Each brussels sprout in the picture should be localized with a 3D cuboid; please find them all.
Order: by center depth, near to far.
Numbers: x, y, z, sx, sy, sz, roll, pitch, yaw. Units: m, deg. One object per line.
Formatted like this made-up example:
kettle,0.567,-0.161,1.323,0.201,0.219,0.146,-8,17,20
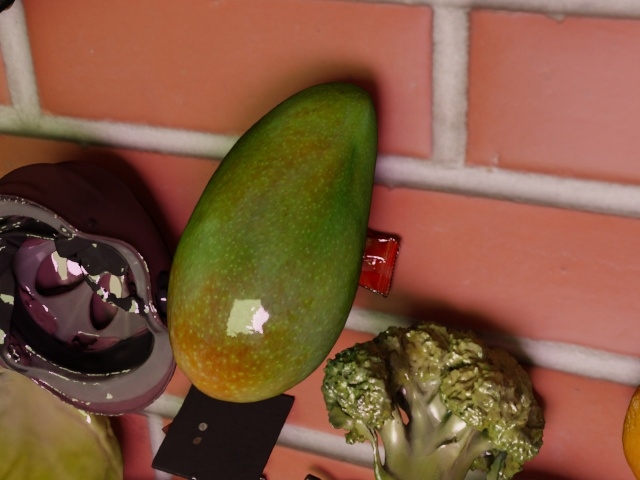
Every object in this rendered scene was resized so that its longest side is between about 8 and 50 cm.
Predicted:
brussels sprout,-0.450,0.328,1.468,0.344,0.344,0.268,44,163,-1

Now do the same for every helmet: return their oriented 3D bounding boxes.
helmet,-0.306,0.042,1.287,0.270,0.197,0.338,-20,121,23

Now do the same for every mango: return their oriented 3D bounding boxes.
mango,-0.045,0.003,1.103,0.201,0.225,0.382,23,97,-14

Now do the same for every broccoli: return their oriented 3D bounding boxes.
broccoli,0.123,0.205,1.107,0.186,0.302,0.254,-32,96,37

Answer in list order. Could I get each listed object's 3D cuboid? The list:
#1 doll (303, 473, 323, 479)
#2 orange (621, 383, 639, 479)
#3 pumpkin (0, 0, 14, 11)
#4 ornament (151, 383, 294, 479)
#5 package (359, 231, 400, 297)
doll,0.051,0.402,1.380,0.165,0.057,0.139,6,95,-5
orange,0.411,0.210,1.062,0.177,0.155,0.178,19,135,20
pumpkin,-0.446,-0.382,1.087,0.323,0.241,0.323,4,107,15
ornament,-0.125,0.315,1.423,0.166,0.153,0.196,13,144,20
package,0.000,0.000,1.222,0.200,0.022,0.083,23,122,15
